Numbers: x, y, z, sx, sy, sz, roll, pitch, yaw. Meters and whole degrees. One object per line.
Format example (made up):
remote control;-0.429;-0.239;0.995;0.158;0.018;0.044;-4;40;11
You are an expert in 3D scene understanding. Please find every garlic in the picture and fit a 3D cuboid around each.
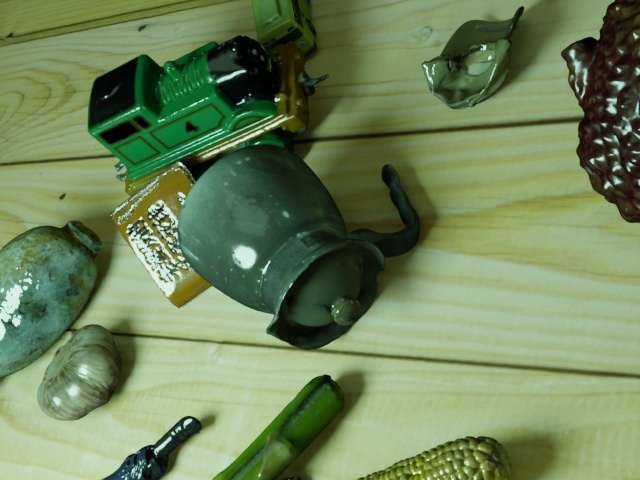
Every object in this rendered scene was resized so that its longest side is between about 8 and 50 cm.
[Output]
garlic;-0.376;0.217;1.435;0.147;0.102;0.159;-21;39;40

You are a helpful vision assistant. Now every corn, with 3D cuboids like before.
corn;0.086;0.305;1.054;0.292;0.101;0.101;-30;49;17

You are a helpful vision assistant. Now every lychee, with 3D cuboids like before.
lychee;0.422;-0.154;0.983;0.330;0.306;0.306;15;70;16

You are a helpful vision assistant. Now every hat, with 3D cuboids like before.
hat;0.252;-0.273;1.339;0.147;0.085;0.175;-3;37;46

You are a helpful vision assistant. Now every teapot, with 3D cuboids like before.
teapot;-0.010;0.020;1.277;0.285;0.305;0.223;45;128;37

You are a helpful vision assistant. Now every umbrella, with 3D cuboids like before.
umbrella;-0.263;0.341;1.309;0.248;0.071;0.071;-42;47;0

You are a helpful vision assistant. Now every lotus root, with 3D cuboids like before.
lotus root;-0.513;0.115;1.548;0.175;0.175;0.349;33;87;43

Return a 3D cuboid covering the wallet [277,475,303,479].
wallet;-0.127;0.384;1.191;0.230;0.042;0.124;-15;49;24

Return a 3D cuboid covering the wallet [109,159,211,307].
wallet;-0.227;-0.009;1.443;0.161;0.042;0.195;-36;87;13

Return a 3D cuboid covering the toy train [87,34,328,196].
toy train;-0.197;-0.210;1.477;0.429;0.249;0.178;-21;52;23

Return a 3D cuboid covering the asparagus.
asparagus;-0.074;0.286;1.169;0.278;0.060;0.067;-44;35;-14

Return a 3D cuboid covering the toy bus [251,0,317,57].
toy bus;-0.070;-0.402;1.614;0.088;0.101;0.175;-25;52;20
